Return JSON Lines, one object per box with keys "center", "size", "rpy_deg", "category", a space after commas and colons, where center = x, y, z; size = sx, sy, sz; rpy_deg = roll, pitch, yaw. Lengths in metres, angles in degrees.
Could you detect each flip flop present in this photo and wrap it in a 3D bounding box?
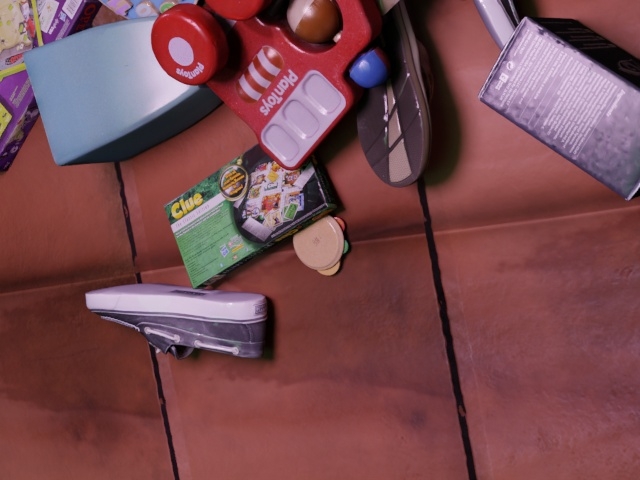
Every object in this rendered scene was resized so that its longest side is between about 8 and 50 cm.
{"center": [0.098, -0.203, 1.448], "size": [0.112, 0.080, 0.277], "rpy_deg": [-24, 69, 45], "category": "flip flop"}

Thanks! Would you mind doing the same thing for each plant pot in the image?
{"center": [-0.251, -0.220, 1.615], "size": [0.234, 0.165, 0.166], "rpy_deg": [-18, 89, 25], "category": "plant pot"}

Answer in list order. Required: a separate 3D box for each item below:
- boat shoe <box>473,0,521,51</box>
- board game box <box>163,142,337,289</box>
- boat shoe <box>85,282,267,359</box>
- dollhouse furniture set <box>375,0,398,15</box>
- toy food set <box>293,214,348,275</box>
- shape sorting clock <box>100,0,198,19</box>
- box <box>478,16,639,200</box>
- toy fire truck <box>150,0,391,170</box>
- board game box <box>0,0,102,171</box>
{"center": [0.204, -0.323, 1.365], "size": [0.076, 0.080, 0.229], "rpy_deg": [-25, 80, 8], "category": "boat shoe"}
{"center": [-0.102, -0.047, 1.606], "size": [0.259, 0.030, 0.136], "rpy_deg": [-30, 75, 30], "category": "board game box"}
{"center": [-0.211, 0.121, 1.678], "size": [0.301, 0.108, 0.102], "rpy_deg": [3, 98, 24], "category": "boat shoe"}
{"center": [0.112, -0.302, 1.414], "size": [0.114, 0.081, 0.091], "rpy_deg": [-44, 31, -4], "category": "dollhouse furniture set"}
{"center": [0.000, 0.000, 1.571], "size": [0.083, 0.020, 0.083], "rpy_deg": [33, 113, 24], "category": "toy food set"}
{"center": [-0.259, -0.380, 1.598], "size": [0.206, 0.040, 0.206], "rpy_deg": [20, 145, 15], "category": "shape sorting clock"}
{"center": [0.306, -0.150, 1.278], "size": [0.207, 0.153, 0.108], "rpy_deg": [39, 116, 22], "category": "box"}
{"center": [-0.040, -0.252, 1.425], "size": [0.254, 0.169, 0.302], "rpy_deg": [44, 134, -1], "category": "toy fire truck"}
{"center": [-0.490, -0.300, 1.811], "size": [0.208, 0.056, 0.347], "rpy_deg": [45, 118, 13], "category": "board game box"}
